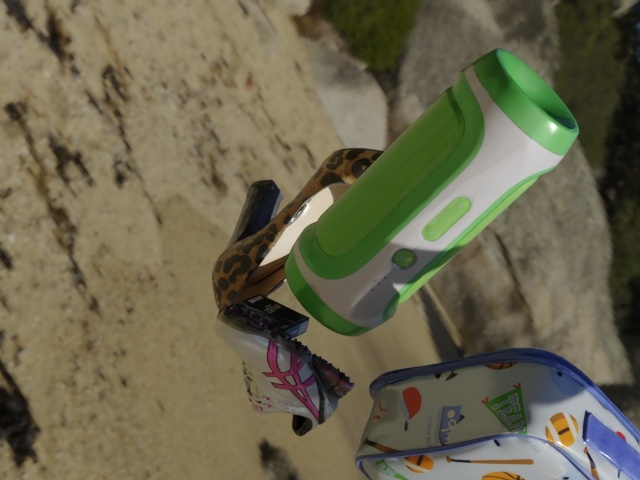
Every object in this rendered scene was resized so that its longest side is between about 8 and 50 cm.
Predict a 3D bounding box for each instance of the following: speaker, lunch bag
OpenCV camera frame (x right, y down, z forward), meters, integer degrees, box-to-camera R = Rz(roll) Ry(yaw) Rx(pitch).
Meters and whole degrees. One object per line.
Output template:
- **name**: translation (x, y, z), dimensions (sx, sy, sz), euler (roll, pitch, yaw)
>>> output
- **speaker**: translation (0.099, -0.040, 1.136), dimensions (0.131, 0.296, 0.131), euler (36, 25, -20)
- **lunch bag**: translation (0.198, 0.218, 1.116), dimensions (0.303, 0.243, 0.115), euler (41, 47, -33)

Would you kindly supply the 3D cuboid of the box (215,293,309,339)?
- **box**: translation (-0.060, 0.085, 1.257), dimensions (0.067, 0.018, 0.083), euler (25, 21, 23)

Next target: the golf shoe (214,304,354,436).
- **golf shoe**: translation (-0.044, 0.132, 1.173), dimensions (0.186, 0.086, 0.067), euler (41, -6, -39)

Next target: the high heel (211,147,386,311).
- **high heel**: translation (0.000, 0.000, 1.301), dimensions (0.093, 0.261, 0.186), euler (46, 47, -37)
